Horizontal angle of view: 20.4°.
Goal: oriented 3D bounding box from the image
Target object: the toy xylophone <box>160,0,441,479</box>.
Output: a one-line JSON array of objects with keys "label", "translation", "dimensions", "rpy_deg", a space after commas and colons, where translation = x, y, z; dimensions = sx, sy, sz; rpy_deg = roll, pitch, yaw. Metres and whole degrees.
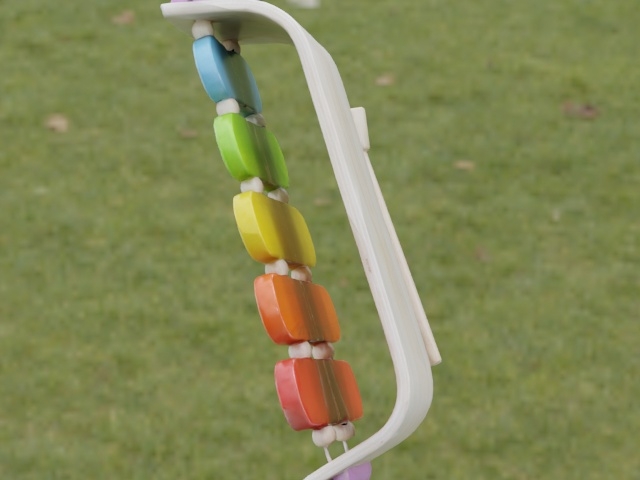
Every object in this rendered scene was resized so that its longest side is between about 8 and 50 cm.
[{"label": "toy xylophone", "translation": [0.000, 0.000, 1.105], "dimensions": [0.081, 0.322, 0.236], "rpy_deg": [-18, -15, 9]}]
